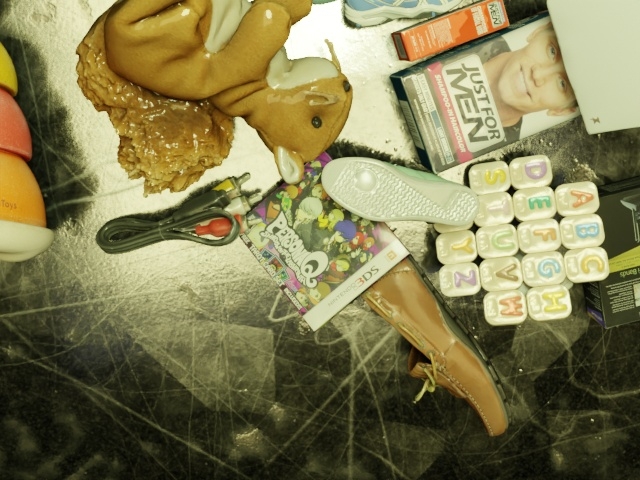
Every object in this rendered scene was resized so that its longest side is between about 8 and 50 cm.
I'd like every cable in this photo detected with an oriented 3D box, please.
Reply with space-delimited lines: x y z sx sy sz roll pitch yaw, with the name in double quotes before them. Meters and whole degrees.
"cable" -0.233 -0.014 1.210 0.287 0.139 0.072 -23 145 7

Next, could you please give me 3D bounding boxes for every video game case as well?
"video game case" 0.000 0.000 1.224 0.210 0.042 0.232 -39 82 6

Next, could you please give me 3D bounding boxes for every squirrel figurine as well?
"squirrel figurine" -0.156 -0.242 1.109 0.397 0.281 0.370 -34 121 28

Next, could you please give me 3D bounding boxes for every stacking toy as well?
"stacking toy" -0.562 -0.214 1.081 0.350 0.350 0.480 5 85 -6

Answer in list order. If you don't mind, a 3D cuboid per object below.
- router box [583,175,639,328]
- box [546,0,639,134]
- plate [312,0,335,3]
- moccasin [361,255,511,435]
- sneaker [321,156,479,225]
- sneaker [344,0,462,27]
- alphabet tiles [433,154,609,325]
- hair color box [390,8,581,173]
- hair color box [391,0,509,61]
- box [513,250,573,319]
"router box" 0.624 -0.001 1.294 0.308 0.081 0.243 -14 104 -1
"box" 0.534 -0.332 1.082 0.345 0.168 0.215 -33 107 -29
"plate" 0.015 -0.456 1.114 0.188 0.024 0.188 -17 131 -20
"moccasin" 0.202 0.199 1.282 0.147 0.139 0.380 -37 104 6
"sneaker" 0.120 -0.078 1.197 0.255 0.151 0.094 13 96 -7
"sneaker" 0.140 -0.400 1.147 0.211 0.080 0.081 -14 130 -3
"alphabet tiles" 0.334 -0.002 1.224 0.277 0.021 0.284 -7 77 13
"hair color box" 0.310 -0.258 1.193 0.347 0.105 0.174 -23 105 1
"hair color box" 0.207 -0.342 1.170 0.167 0.093 0.053 -21 106 2
"box" 0.367 0.066 1.280 0.102 0.101 0.087 -41 103 4
